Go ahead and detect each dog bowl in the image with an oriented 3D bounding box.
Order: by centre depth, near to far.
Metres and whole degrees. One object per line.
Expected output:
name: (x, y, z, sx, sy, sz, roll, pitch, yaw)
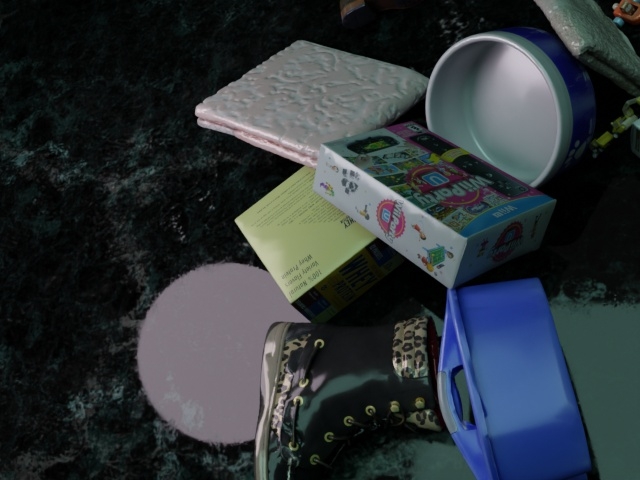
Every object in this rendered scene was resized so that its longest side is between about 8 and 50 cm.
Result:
dog bowl: (0.301, -0.205, 1.314, 0.104, 0.265, 0.265, -21, 51, -37)

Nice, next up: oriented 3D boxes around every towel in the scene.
towel: (0.443, -0.329, 1.312, 0.049, 0.282, 0.187, -42, 56, 31)
towel: (-0.011, -0.253, 1.492, 0.317, 0.053, 0.332, 23, 46, 29)

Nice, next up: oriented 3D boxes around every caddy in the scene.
caddy: (0.258, 0.216, 1.163, 0.179, 0.241, 0.341, -13, 63, 9)

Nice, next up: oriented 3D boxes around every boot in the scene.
boot: (0.051, 0.292, 1.274, 0.284, 0.138, 0.377, -10, 59, 17)
boot: (0.134, -0.512, 1.617, 0.219, 0.082, 0.106, -19, 65, 15)

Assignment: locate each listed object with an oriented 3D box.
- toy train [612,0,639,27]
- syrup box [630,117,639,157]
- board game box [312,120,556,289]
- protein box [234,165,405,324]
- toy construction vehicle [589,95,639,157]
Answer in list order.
toy train: (0.584, -0.432, 1.403, 0.166, 0.046, 0.125, -51, 51, 8)
syrup box: (0.598, -0.118, 1.254, 0.093, 0.096, 0.237, -40, 59, -1)
board game box: (0.172, -0.069, 1.271, 0.224, 0.098, 0.303, -20, 44, -39)
protein box: (0.000, 0.000, 1.415, 0.200, 0.136, 0.201, -38, 59, 2)
toy construction vehicle: (0.484, -0.188, 1.335, 0.086, 0.098, 0.035, -39, 80, -19)
